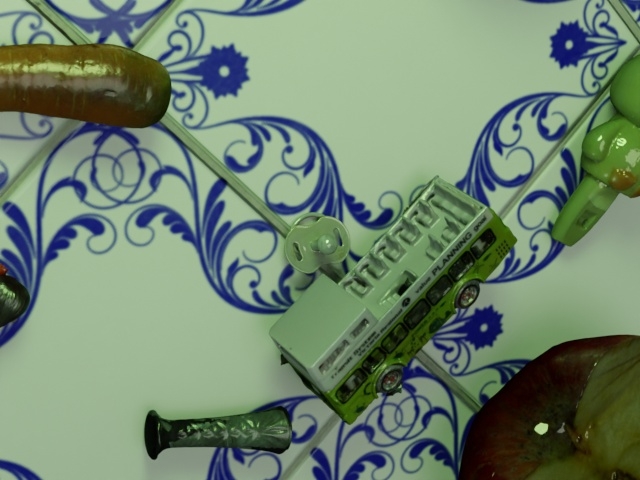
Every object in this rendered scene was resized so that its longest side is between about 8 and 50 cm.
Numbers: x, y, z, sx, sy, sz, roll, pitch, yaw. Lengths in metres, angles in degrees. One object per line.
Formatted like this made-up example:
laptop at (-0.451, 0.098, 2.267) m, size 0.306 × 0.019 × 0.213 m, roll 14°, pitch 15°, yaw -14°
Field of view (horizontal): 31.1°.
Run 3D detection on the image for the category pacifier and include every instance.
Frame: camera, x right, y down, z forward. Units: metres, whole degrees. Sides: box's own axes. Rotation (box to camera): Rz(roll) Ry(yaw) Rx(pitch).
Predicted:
pacifier at (0.000, 0.000, 1.333) m, size 0.083 × 0.064 × 0.068 m, roll -18°, pitch 94°, yaw -20°

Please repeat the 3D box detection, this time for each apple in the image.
apple at (0.356, 0.305, 1.472) m, size 0.365 × 0.295 × 0.329 m, roll 33°, pitch 118°, yaw -31°

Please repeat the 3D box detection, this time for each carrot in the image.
carrot at (-0.248, -0.160, 1.157) m, size 0.193 × 0.087 × 0.087 m, roll 5°, pitch 102°, yaw -25°

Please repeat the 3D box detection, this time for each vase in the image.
vase at (-0.120, 0.224, 1.341) m, size 0.167 × 0.059 × 0.059 m, roll 3°, pitch 103°, yaw -27°

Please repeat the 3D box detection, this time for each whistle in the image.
whistle at (0.403, -0.114, 1.454) m, size 0.141 × 0.141 × 0.294 m, roll 21°, pitch 96°, yaw -29°

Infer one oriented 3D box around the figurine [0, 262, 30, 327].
figurine at (-0.351, 0.078, 1.199) m, size 0.060 × 0.047 × 0.106 m, roll 41°, pitch 92°, yaw 7°

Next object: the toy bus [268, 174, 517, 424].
toy bus at (0.085, 0.062, 1.350) m, size 0.301 × 0.113 × 0.139 m, roll -47°, pitch 136°, yaw -7°
